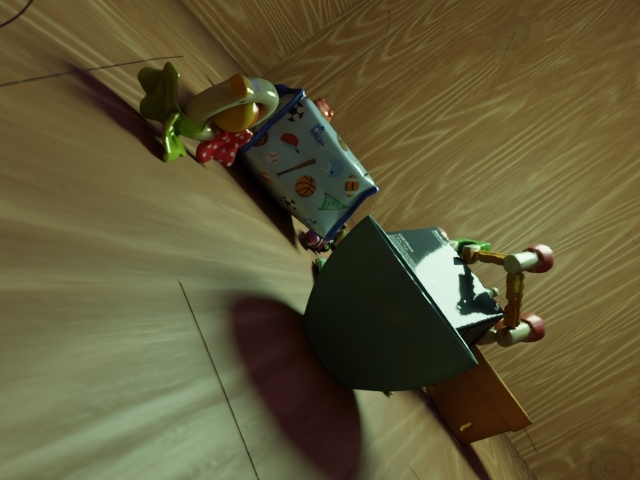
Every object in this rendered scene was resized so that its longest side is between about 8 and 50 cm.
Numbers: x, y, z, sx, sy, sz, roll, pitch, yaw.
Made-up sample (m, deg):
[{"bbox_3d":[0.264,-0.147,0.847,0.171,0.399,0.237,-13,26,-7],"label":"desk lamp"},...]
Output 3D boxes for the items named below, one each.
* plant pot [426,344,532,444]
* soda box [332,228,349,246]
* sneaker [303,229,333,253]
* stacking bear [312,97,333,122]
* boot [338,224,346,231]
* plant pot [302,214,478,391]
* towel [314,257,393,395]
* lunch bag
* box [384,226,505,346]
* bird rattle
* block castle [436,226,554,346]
[{"bbox_3d":[0.461,0.473,1.521,0.290,0.204,0.291,52,9,-11],"label":"plant pot"},{"bbox_3d":[0.078,-0.006,1.760,0.058,0.061,0.181,36,5,-8],"label":"soda box"},{"bbox_3d":[0.000,0.000,1.357,0.075,0.063,0.170,47,4,-6],"label":"sneaker"},{"bbox_3d":[-0.080,-0.466,2.072,0.175,0.289,0.164,59,9,33],"label":"stacking bear"},{"bbox_3d":[0.032,-0.135,1.698,0.284,0.109,0.220,-10,58,-55],"label":"boot"},{"bbox_3d":[0.087,0.131,0.822,0.290,0.195,0.290,52,8,-10],"label":"plant pot"},{"bbox_3d":[0.074,0.176,1.150,0.247,0.038,0.325,51,9,-18],"label":"towel"},{"bbox_3d":[-0.075,-0.219,1.304,0.327,0.239,0.385,49,-7,-26],"label":"lunch bag"},{"bbox_3d":[0.276,0.149,1.411,0.313,0.178,0.343,-6,52,-37],"label":"box"},{"bbox_3d":[-0.161,-0.194,0.821,0.254,0.207,0.142,8,64,-67],"label":"bird rattle"},{"bbox_3d":[0.479,0.135,1.577,0.213,0.302,0.453,-7,13,-38],"label":"block castle"}]
